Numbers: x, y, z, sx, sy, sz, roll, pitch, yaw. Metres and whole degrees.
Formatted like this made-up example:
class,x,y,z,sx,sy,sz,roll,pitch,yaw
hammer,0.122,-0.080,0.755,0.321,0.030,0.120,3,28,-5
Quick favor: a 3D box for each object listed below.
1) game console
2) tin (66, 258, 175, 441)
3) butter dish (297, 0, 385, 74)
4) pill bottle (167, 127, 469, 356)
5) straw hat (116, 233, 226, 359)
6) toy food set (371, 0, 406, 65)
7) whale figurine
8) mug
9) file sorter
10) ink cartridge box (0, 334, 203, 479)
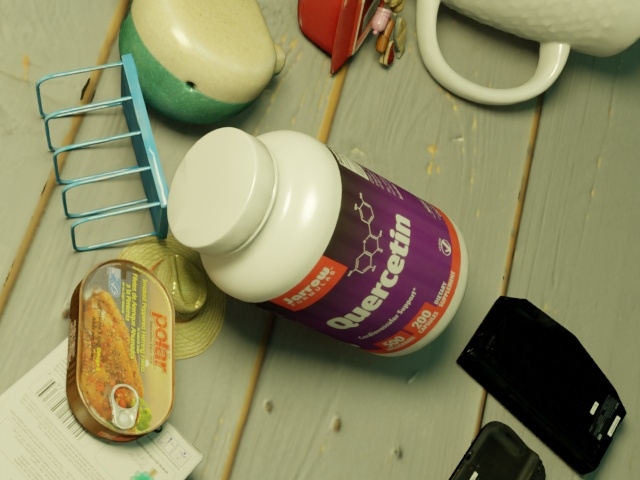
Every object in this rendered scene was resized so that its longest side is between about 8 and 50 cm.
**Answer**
class,x,y,z,sx,sy,sz,roll,pitch,yaw
game console,0.219,0.241,1.421,0.213,0.044,0.361,43,57,-5
tin,-0.198,0.109,1.196,0.106,0.040,0.190,14,55,-27
butter dish,0.017,-0.317,1.487,0.118,0.160,0.160,25,57,9
pill bottle,0.000,0.000,1.261,0.323,0.181,0.182,25,58,-43
straw hat,-0.151,0.050,1.290,0.144,0.061,0.145,10,67,-24
toy food set,0.085,-0.271,1.514,0.019,0.122,0.078,20,48,20
whale figurine,-0.144,-0.242,1.387,0.216,0.141,0.272,29,36,-23
mug,0.250,-0.362,1.564,0.328,0.276,0.374,11,96,-18
file sorter,-0.228,-0.086,1.265,0.104,0.118,0.170,-14,77,-13
ink cartridge box,-0.270,0.242,1.123,0.186,0.065,0.311,47,44,-3
